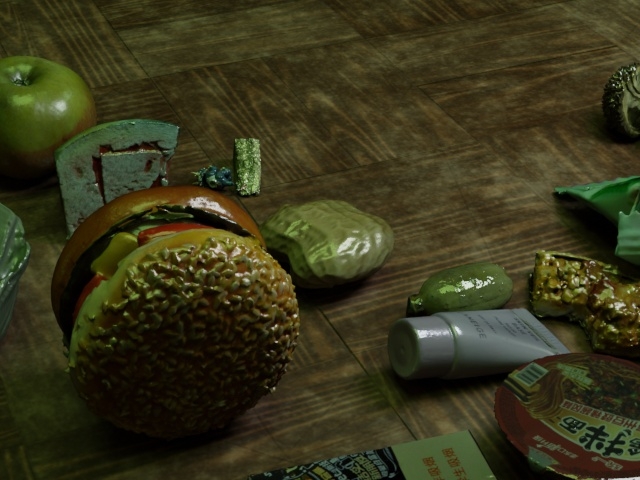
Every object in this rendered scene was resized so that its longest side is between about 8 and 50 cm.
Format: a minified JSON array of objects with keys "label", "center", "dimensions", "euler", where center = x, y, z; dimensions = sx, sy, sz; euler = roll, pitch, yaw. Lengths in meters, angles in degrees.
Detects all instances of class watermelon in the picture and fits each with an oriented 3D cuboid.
[{"label":"watermelon","center":[-0.347,-0.096,2.254],"dimensions":[0.213,0.201,0.262],"euler":[-8,-8,-11]}]

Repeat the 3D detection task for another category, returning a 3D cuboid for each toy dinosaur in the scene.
[{"label":"toy dinosaur","center":[-0.192,-0.111,2.345],"dimensions":[0.083,0.030,0.047],"euler":[10,36,15]}]

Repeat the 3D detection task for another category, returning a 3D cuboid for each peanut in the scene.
[{"label":"peanut","center":[0.000,0.000,2.116],"dimensions":[0.197,0.110,0.233],"euler":[-29,45,-36]}]

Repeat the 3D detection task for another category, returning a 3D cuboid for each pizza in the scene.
[{"label":"pizza","center":[0.436,0.090,2.013],"dimensions":[0.161,0.085,0.305],"euler":[-23,39,-29]}]

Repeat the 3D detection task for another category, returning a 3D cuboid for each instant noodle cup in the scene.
[{"label":"instant noodle cup","center":[0.364,0.266,1.742],"dimensions":[0.274,0.090,0.274],"euler":[1,33,-1]}]

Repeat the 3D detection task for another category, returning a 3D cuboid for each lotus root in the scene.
[{"label":"lotus root","center":[0.217,0.083,2.023],"dimensions":[0.183,0.077,0.090],"euler":[-12,36,-21]}]

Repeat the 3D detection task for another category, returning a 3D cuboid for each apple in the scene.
[{"label":"apple","center":[-0.530,-0.228,2.368],"dimensions":[0.261,0.194,0.260],"euler":[2,36,-1]}]

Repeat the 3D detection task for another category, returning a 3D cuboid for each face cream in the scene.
[{"label":"face cream","center":[0.237,0.153,1.926],"dimensions":[0.274,0.096,0.154],"euler":[-3,28,-29]}]

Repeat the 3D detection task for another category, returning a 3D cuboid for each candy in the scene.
[{"label":"candy","center":[0.567,-0.054,2.169],"dimensions":[0.263,0.172,0.398],"euler":[1,21,-6]}]

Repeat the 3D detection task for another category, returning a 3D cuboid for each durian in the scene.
[{"label":"durian","center":[0.644,-0.272,2.494],"dimensions":[0.196,0.167,0.196],"euler":[14,24,-6]}]

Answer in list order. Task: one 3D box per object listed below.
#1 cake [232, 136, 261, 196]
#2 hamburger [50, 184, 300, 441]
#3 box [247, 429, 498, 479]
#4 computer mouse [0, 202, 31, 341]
[{"label":"cake","center":[-0.133,-0.136,2.367],"dimensions":[0.051,0.055,0.140],"euler":[2,35,-9]},{"label":"hamburger","center":[-0.199,0.100,1.778],"dimensions":[0.330,0.330,0.250],"euler":[-8,36,-13]},{"label":"box","center":[0.080,0.355,1.611],"dimensions":[0.310,0.084,0.198],"euler":[-9,36,-14]},{"label":"computer mouse","center":[-0.572,0.105,1.925],"dimensions":[0.228,0.145,0.429],"euler":[13,47,5]}]
